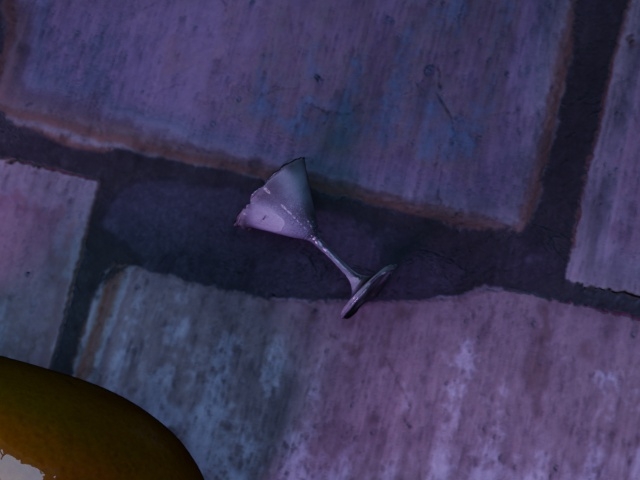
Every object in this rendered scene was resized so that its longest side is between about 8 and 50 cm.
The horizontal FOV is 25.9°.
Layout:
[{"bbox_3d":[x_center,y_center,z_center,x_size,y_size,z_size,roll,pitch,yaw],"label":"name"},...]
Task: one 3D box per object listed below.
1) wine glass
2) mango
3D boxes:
[{"bbox_3d":[0.000,0.000,1.669,0.183,0.122,0.122,44,80,9],"label":"wine glass"},{"bbox_3d":[-0.295,0.252,1.508,0.378,0.264,0.221,34,98,-7],"label":"mango"}]
